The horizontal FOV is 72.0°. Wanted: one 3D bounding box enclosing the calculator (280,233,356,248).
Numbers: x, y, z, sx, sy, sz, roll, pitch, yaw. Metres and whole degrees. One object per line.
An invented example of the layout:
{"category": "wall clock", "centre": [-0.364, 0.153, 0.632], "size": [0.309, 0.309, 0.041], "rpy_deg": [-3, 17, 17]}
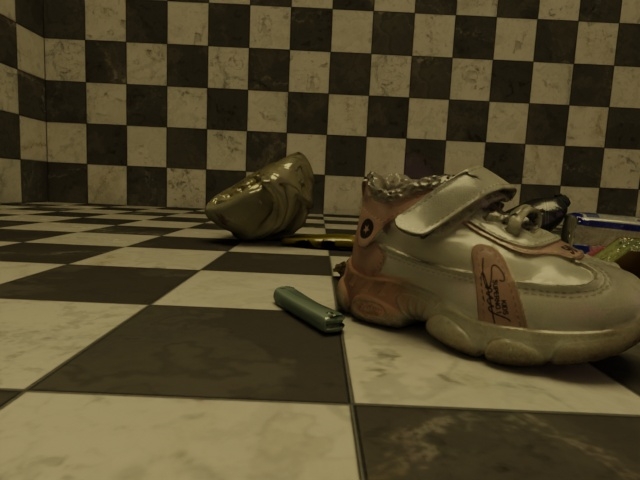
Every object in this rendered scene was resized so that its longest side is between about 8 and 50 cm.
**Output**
{"category": "calculator", "centre": [0.000, 0.000, 1.256], "size": [0.237, 0.033, 0.157], "rpy_deg": [1, 7, 10]}

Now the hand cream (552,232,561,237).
{"category": "hand cream", "centre": [0.813, 0.015, 1.413], "size": [0.256, 0.055, 0.088], "rpy_deg": [7, 5, -23]}

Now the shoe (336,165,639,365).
{"category": "shoe", "centre": [0.172, 0.014, 0.507], "size": [0.351, 0.198, 0.172], "rpy_deg": [6, 9, 35]}

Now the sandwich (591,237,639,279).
{"category": "sandwich", "centre": [0.652, 0.049, 0.868], "size": [0.258, 0.096, 0.094], "rpy_deg": [2, 12, 16]}

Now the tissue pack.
{"category": "tissue pack", "centre": [0.750, 0.007, 1.082], "size": [0.270, 0.137, 0.209], "rpy_deg": [8, 6, 19]}

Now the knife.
{"category": "knife", "centre": [-0.016, 0.086, 0.567], "size": [0.044, 0.023, 0.162], "rpy_deg": [4, 5, -28]}

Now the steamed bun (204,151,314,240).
{"category": "steamed bun", "centre": [-0.145, -0.103, 1.311], "size": [0.310, 0.219, 0.324], "rpy_deg": [-26, 16, 12]}

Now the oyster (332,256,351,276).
{"category": "oyster", "centre": [0.085, 0.052, 0.769], "size": [0.103, 0.051, 0.148], "rpy_deg": [-11, 1, -12]}

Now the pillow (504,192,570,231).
{"category": "pillow", "centre": [0.529, -0.040, 1.201], "size": [0.335, 0.092, 0.161], "rpy_deg": [-26, 14, -2]}
